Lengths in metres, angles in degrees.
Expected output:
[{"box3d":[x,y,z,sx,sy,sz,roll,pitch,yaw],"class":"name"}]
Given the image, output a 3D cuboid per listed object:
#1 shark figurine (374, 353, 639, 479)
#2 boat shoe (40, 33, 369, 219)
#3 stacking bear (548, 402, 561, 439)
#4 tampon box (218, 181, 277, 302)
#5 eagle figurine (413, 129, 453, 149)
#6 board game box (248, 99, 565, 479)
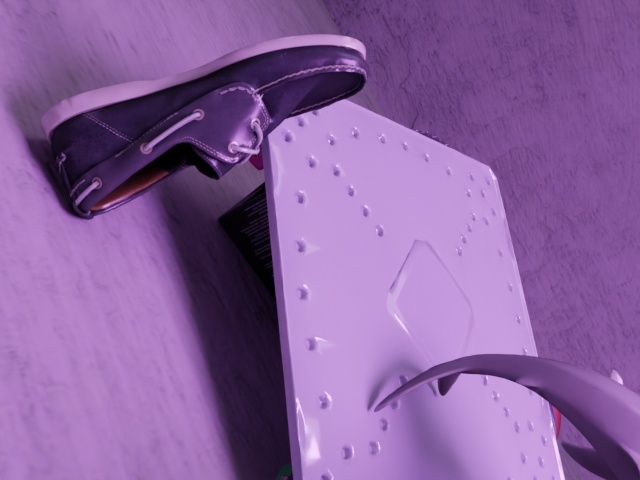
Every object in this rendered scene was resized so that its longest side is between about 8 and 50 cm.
[{"box3d":[0.191,0.147,0.423,0.278,0.166,0.116,35,33,13],"class":"shark figurine"},{"box3d":[-0.070,-0.081,0.435,0.084,0.233,0.079,100,-31,-76],"class":"boat shoe"},{"box3d":[0.220,0.267,0.798,0.175,0.164,0.289,26,21,19],"class":"stacking bear"},{"box3d":[0.000,0.000,0.641,0.161,0.101,0.120,57,41,-12],"class":"tampon box"},{"box3d":[0.153,-0.046,1.105,0.298,0.225,0.226,32,41,-78],"class":"eagle figurine"},{"box3d":[0.092,0.071,0.590,0.390,0.050,0.389,12,65,-45],"class":"board game box"}]
